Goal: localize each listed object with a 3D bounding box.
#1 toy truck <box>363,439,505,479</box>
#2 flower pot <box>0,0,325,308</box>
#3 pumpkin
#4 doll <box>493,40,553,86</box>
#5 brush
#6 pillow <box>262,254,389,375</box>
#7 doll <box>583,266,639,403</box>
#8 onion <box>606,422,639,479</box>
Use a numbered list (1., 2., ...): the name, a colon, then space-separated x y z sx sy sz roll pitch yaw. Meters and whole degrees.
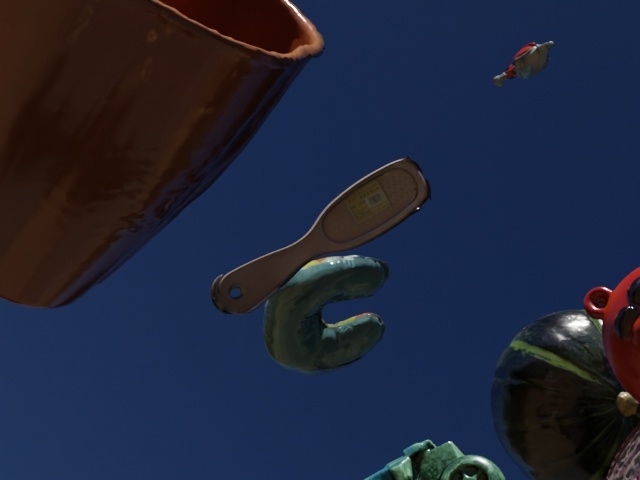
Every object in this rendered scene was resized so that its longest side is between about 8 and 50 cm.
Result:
1. toy truck: 0.152 0.333 0.978 0.156 0.278 0.155 -29 -34 8
2. flower pot: -0.123 -0.073 0.481 0.191 0.190 0.173 38 -68 4
3. pumpkin: 0.445 0.273 1.705 0.323 0.323 0.241 47 -12 -4
4. doll: 0.255 -0.218 1.259 0.114 0.057 0.039 153 -65 -68
5. brush: 0.001 0.002 1.228 0.072 0.313 0.067 56 -21 2
6. pillow: 0.010 0.128 1.672 0.214 0.086 0.233 -10 -55 -11
7. doll: 0.310 0.079 0.774 0.217 0.183 0.085 33 -10 16
8. onion: 0.560 0.402 1.430 0.260 0.282 0.336 20 -62 -6
